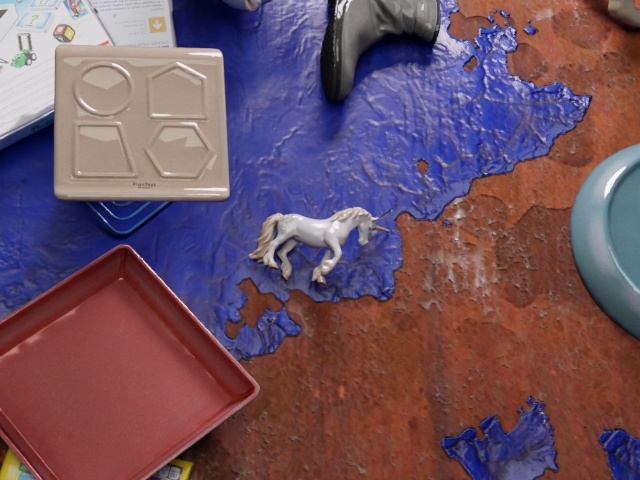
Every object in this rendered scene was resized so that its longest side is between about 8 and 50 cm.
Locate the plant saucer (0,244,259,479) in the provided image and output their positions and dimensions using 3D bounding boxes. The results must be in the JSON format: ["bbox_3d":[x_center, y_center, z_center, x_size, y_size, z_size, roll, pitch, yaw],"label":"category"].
[{"bbox_3d":[-0.247,0.163,1.351,0.259,0.048,0.258,-35,68,-26],"label":"plant saucer"}]

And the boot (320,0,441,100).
[{"bbox_3d":[0.089,-0.293,1.614,0.161,0.083,0.247,10,65,-8],"label":"boot"}]

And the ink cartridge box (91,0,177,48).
[{"bbox_3d":[-0.370,-0.368,1.588,0.324,0.071,0.330,-7,82,-10],"label":"ink cartridge box"}]

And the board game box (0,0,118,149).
[{"bbox_3d":[-0.417,-0.218,1.491,0.305,0.053,0.193,-30,86,-12],"label":"board game box"}]

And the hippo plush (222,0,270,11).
[{"bbox_3d":[-0.093,-0.438,1.590,0.294,0.237,0.234,21,19,-21],"label":"hippo plush"}]

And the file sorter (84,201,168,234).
[{"bbox_3d":[-0.234,-0.101,1.432,0.104,0.170,0.118,44,67,12],"label":"file sorter"}]

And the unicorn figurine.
[{"bbox_3d":[0.000,0.000,1.469,0.161,0.060,0.111,17,64,1],"label":"unicorn figurine"}]

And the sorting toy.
[{"bbox_3d":[-0.203,-0.131,1.343,0.193,0.038,0.208,0,64,-11],"label":"sorting toy"}]

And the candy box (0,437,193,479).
[{"bbox_3d":[-0.255,0.275,1.325,0.205,0.027,0.105,14,65,0],"label":"candy box"}]

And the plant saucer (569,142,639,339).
[{"bbox_3d":[0.484,-0.002,1.536,0.317,0.044,0.318,3,64,-6],"label":"plant saucer"}]

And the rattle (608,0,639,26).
[{"bbox_3d":[0.471,-0.377,1.723,0.199,0.142,0.130,-14,99,-29],"label":"rattle"}]
